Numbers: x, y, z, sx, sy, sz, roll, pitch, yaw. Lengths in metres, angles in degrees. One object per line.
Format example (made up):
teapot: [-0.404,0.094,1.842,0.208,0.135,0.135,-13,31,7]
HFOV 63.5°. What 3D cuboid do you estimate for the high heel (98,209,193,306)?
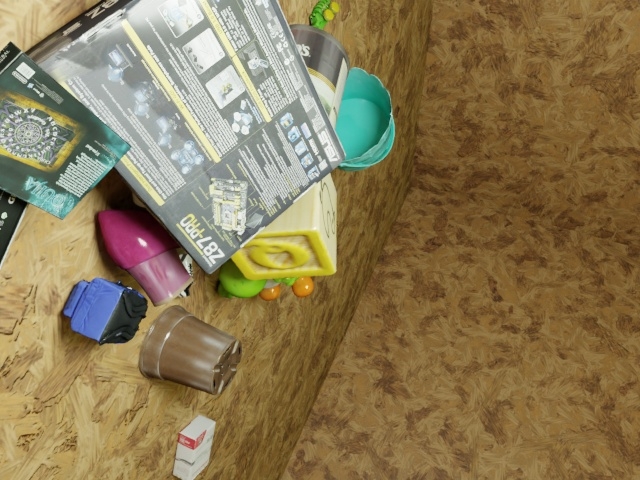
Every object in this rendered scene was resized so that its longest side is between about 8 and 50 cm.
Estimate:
high heel: [-0.264,-0.045,0.981,0.181,0.127,0.377,62,17,-18]

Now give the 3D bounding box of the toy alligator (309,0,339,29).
toy alligator: [-0.004,-0.582,1.350,0.051,0.056,0.190,45,54,-23]

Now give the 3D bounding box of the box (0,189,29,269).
box: [-0.433,-0.001,0.492,0.257,0.079,0.322,39,69,-70]

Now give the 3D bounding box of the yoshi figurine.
yoshi figurine: [-0.153,0.086,1.268,0.204,0.203,0.362,-52,151,-3]

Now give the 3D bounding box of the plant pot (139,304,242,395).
plant pot: [-0.269,0.244,1.114,0.167,0.165,0.167,17,90,-74]

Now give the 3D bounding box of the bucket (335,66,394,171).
bucket: [0.085,-0.341,1.520,0.183,0.281,0.281,29,79,-76]

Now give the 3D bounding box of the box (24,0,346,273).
box: [-0.158,-0.182,0.762,0.318,0.097,0.395,-44,135,-13]

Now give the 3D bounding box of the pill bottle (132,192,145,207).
pill bottle: [-0.266,-0.149,0.835,0.103,0.103,0.184,-44,147,-59]

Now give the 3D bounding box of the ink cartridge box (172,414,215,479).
ink cartridge box: [-0.339,0.557,1.390,0.099,0.056,0.135,-26,130,-68]

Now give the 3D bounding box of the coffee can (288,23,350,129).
coffee can: [-0.057,-0.286,1.107,0.201,0.201,0.275,75,23,-61]

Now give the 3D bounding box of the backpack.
backpack: [-0.344,0.111,0.846,0.098,0.101,0.120,-62,166,-9]

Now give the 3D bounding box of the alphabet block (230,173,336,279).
alphabet block: [-0.076,-0.052,1.013,0.192,0.193,0.197,64,24,-59]

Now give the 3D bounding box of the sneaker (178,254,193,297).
sneaker: [-0.285,0.070,1.101,0.040,0.043,0.109,2,103,-71]

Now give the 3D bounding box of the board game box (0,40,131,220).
board game box: [-0.302,-0.105,0.556,0.126,0.026,0.186,-48,159,-6]
